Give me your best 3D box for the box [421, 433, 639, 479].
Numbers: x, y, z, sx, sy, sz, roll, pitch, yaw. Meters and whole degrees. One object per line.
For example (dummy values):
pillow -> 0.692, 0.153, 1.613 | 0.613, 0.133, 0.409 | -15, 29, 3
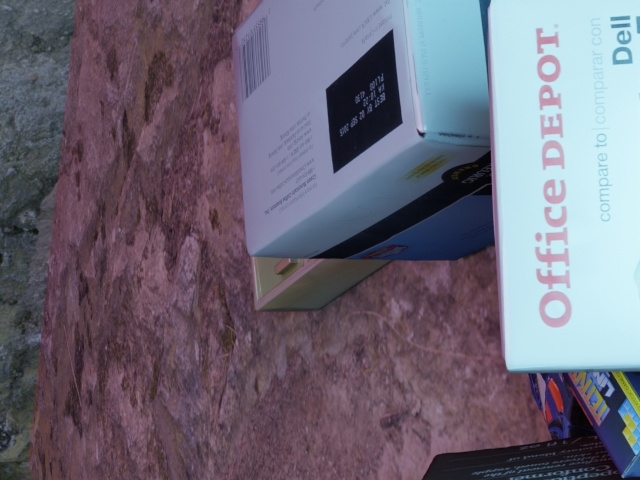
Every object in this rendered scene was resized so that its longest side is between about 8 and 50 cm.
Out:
box -> 0.137, 0.223, 0.689 | 0.381, 0.191, 0.143 | -26, -75, -76

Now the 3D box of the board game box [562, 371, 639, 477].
board game box -> 0.235, 0.077, 0.751 | 0.141, 0.170, 0.048 | -112, 34, -43

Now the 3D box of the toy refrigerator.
toy refrigerator -> 0.000, 0.000, 1.379 | 0.269, 0.094, 0.102 | 143, 125, -60

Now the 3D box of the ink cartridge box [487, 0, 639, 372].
ink cartridge box -> 0.228, -0.031, 0.630 | 0.115, 0.273, 0.198 | 27, -119, -79

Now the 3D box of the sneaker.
sneaker -> 0.211, 0.130, 0.939 | 0.087, 0.083, 0.221 | 103, 161, -63

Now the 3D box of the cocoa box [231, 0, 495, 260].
cocoa box -> 0.093, -0.129, 1.007 | 0.347, 0.228, 0.231 | 148, 120, -62
